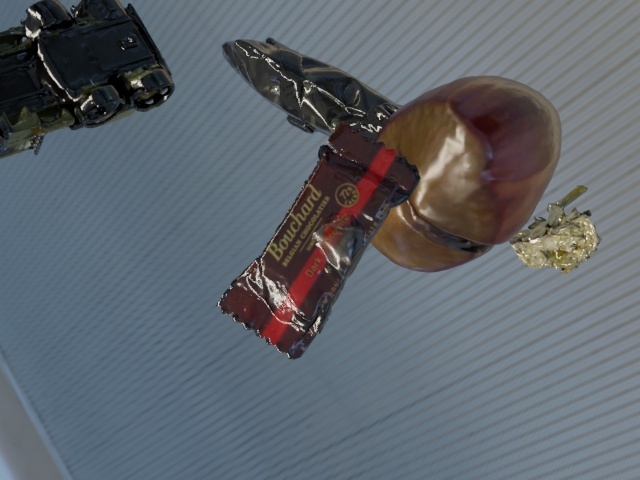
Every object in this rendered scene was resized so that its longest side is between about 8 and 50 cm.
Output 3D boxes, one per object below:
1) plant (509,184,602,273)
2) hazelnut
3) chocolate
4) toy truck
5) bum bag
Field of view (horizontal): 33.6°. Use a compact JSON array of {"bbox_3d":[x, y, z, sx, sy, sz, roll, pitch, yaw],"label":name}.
[{"bbox_3d":[0.306,-0.023,1.370,0.117,0.121,0.104,7,155,17],"label":"plant"},{"bbox_3d":[0.145,-0.067,1.058,0.212,0.181,0.181,-39,43,40],"label":"hazelnut"},{"bbox_3d":[0.000,0.000,0.822,0.086,0.028,0.182,36,95,-1],"label":"chocolate"},{"bbox_3d":[-0.279,-0.143,1.025,0.127,0.257,0.127,58,141,7],"label":"toy truck"},{"bbox_3d":[0.021,-0.169,1.351,0.341,0.144,0.095,30,94,4],"label":"bum bag"}]
